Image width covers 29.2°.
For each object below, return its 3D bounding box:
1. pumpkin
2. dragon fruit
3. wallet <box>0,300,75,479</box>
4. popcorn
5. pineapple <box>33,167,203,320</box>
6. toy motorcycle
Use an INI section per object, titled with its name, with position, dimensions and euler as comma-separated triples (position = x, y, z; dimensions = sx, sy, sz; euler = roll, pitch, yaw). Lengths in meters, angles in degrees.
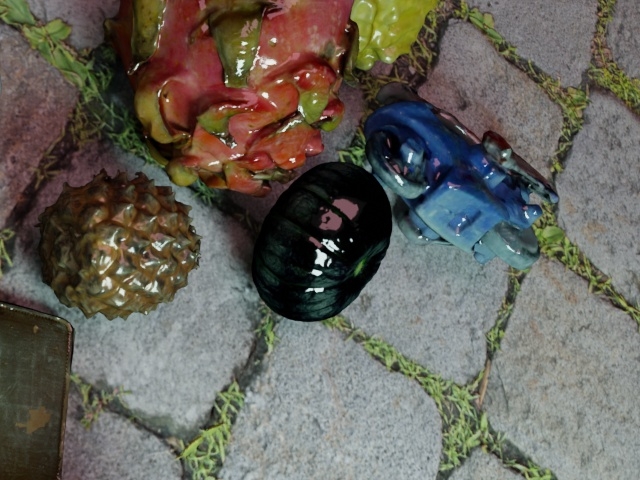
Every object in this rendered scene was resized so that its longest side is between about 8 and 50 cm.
[pumpkin]
position = 0.000, 0.000, 1.470
dimensions = 0.140, 0.202, 0.202
euler = 33, 45, 19
[dragon fruit]
position = -0.114, -0.185, 1.428
dimensions = 0.296, 0.314, 0.263
euler = 13, 86, -9
[wallet]
position = -0.314, 0.179, 1.249
dimensions = 0.122, 0.031, 0.232
euler = 19, 61, -35
[popcorn]
position = 0.047, -0.351, 1.641
dimensions = 0.249, 0.225, 0.249
euler = 20, 49, -24
[pineapple]
position = -0.206, 0.003, 1.336
dimensions = 0.193, 0.166, 0.166
euler = -2, 71, -48
[toy motorcycle]
position = 0.163, -0.081, 1.670
dimensions = 0.319, 0.241, 0.182
euler = 32, 94, -29
